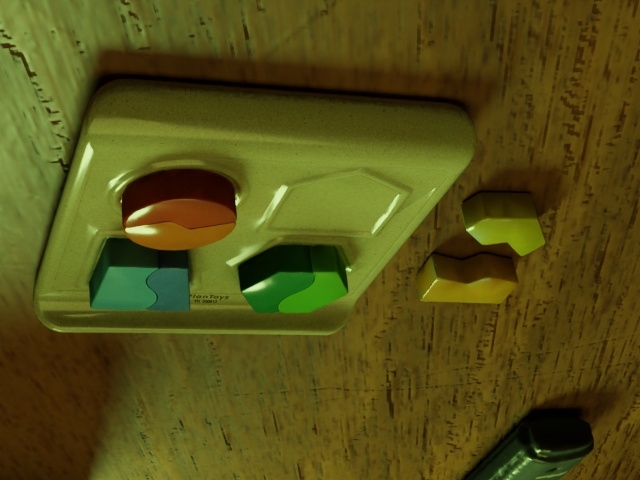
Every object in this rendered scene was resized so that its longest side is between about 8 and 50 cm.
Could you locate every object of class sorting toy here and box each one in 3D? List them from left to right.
[{"bbox_3d":[0.000,0.000,0.754,0.307,0.041,0.229,2,148,-19],"label":"sorting toy"}]

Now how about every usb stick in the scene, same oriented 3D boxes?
[{"bbox_3d":[0.167,0.234,1.203,0.077,0.045,0.278,2,148,-18],"label":"usb stick"}]
